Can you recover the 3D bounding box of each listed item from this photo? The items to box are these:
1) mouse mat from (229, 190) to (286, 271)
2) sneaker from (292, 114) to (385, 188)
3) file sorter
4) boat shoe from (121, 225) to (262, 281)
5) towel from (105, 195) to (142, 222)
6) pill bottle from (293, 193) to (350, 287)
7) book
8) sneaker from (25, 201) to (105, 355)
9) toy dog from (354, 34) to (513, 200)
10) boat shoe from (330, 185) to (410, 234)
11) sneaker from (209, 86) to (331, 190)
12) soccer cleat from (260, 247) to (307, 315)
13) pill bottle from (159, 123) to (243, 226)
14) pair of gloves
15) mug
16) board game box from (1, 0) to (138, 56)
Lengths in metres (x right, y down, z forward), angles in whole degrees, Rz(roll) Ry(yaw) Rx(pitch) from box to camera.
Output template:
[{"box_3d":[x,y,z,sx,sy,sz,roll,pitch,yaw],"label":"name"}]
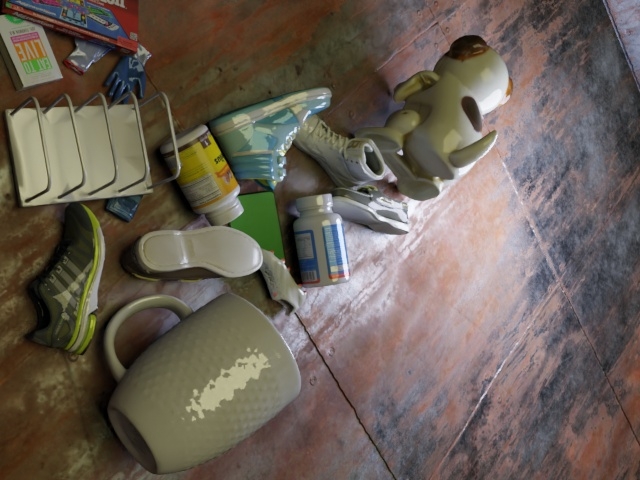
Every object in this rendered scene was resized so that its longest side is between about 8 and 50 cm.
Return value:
[{"box_3d":[-0.154,-0.021,2.025,0.153,0.007,0.189,-11,91,-42],"label":"mouse mat"},{"box_3d":[0.043,-0.251,2.124,0.292,0.169,0.108,42,61,-28],"label":"sneaker"},{"box_3d":[-0.443,-0.185,1.652,0.278,0.173,0.192,-9,88,-36],"label":"file sorter"},{"box_3d":[-0.275,0.036,1.848,0.324,0.097,0.116,0,73,-43],"label":"boat shoe"},{"box_3d":[-0.407,-0.103,1.792,0.067,0.029,0.119,34,63,-35],"label":"towel"},{"box_3d":[0.000,0.000,2.081,0.124,0.124,0.221,-9,91,-42],"label":"pill bottle"},{"box_3d":[-0.582,-0.378,1.672,0.096,0.035,0.144,-29,102,-43],"label":"book"},{"box_3d":[-0.497,0.070,1.640,0.121,0.111,0.299,10,76,-37],"label":"sneaker"},{"box_3d":[0.344,-0.362,2.272,0.284,0.395,0.408,41,68,-20],"label":"toy dog"},{"box_3d":[0.129,-0.092,2.224,0.305,0.109,0.091,20,71,-45],"label":"boat shoe"},{"box_3d":[-0.093,-0.238,2.014,0.319,0.127,0.208,-23,101,-22],"label":"sneaker"},{"box_3d":[-0.102,0.099,2.013,0.076,0.068,0.196,-54,125,-26],"label":"soccer cleat"},{"box_3d":[-0.257,-0.140,1.873,0.117,0.117,0.215,-41,112,-37],"label":"pill bottle"},{"box_3d":[-0.445,-0.385,1.800,0.198,0.023,0.159,39,62,-31],"label":"pair of gloves"},{"box_3d":[-0.281,0.272,1.727,0.328,0.276,0.374,-35,78,-32],"label":"mug"},{"box_3d":[-0.505,-0.487,1.732,0.281,0.027,0.145,12,64,-38],"label":"board game box"}]
